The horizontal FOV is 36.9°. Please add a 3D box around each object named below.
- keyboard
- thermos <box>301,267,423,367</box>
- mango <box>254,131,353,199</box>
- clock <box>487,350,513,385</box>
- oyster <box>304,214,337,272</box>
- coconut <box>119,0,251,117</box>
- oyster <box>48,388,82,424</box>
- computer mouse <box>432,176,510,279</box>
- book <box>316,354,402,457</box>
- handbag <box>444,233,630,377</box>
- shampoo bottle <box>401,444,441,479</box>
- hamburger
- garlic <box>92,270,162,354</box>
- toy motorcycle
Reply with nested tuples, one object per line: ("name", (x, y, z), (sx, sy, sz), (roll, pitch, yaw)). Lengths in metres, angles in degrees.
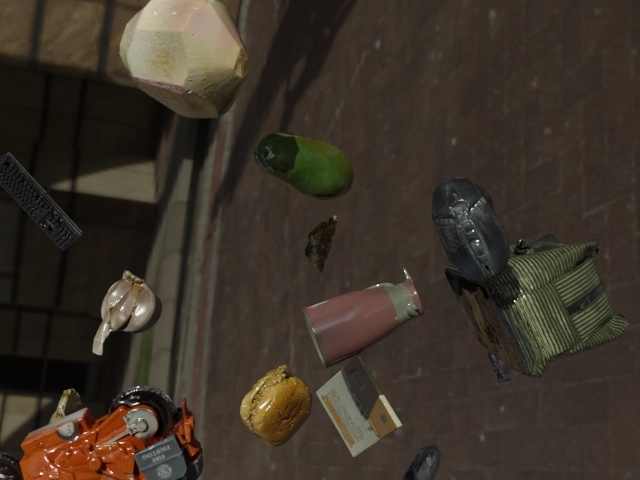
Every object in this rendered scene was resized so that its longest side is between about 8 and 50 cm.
("keyboard", (-0.600, -0.080, 2.025), (0.094, 0.230, 0.025), (-35, 11, 35))
("thermos", (0.101, 0.170, 2.212), (0.176, 0.265, 0.146), (-125, 15, -60))
("mango", (-0.038, -0.154, 1.986), (0.114, 0.251, 0.156), (-56, 44, 28))
("clock", (0.413, 0.288, 2.194), (0.129, 0.041, 0.087), (152, 102, -88))
("oyster", (0.000, 0.000, 2.393), (0.146, 0.122, 0.045), (-52, 49, 8))
("coconut", (-0.224, -0.329, 1.706), (0.197, 0.237, 0.237), (-68, 11, -19))
("oyster", (-0.464, 0.460, 1.802), (0.166, 0.110, 0.341), (-98, 0, -73))
("computer mouse", (0.241, -0.027, 1.580), (0.062, 0.106, 0.192), (38, -151, -62))
("book", (0.094, 0.440, 2.519), (0.208, 0.020, 0.295), (59, 148, 13))
("handbag", (0.414, 0.112, 1.837), (0.247, 0.240, 0.341), (65, 173, -8))
("shampoo bottle", (0.256, 0.581, 2.414), (0.234, 0.049, 0.087), (-33, -70, -65))
("hamburger", (-0.082, 0.321, 1.854), (0.083, 0.138, 0.147), (24, 152, 36))
("garlic", (-0.429, 0.170, 2.105), (0.131, 0.127, 0.194), (-12, 45, 60))
("toy motorcycle", (-0.302, 0.336, 1.291), (0.148, 0.326, 0.221), (-107, -7, -80))
